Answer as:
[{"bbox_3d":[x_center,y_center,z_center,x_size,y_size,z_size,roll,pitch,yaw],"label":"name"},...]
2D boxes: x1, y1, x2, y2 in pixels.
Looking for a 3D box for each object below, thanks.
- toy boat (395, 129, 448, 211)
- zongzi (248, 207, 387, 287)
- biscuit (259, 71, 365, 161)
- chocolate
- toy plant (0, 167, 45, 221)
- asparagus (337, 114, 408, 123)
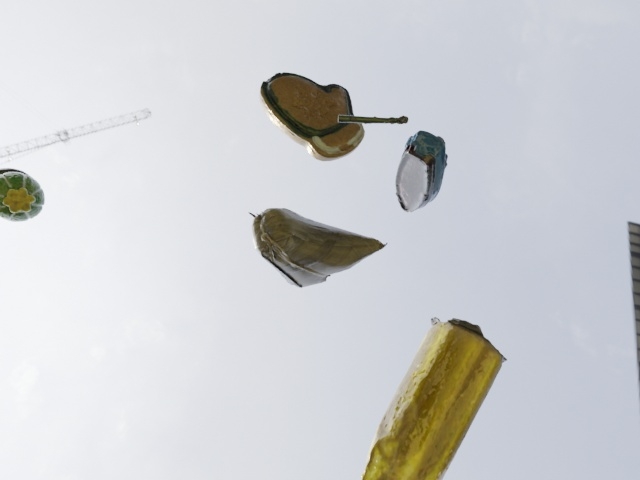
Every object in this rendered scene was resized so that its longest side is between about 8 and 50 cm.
[{"bbox_3d":[0.213,-0.143,0.851,0.100,0.223,0.097,38,-109,22],"label":"toy boat"},{"bbox_3d":[0.000,0.000,0.690,0.198,0.194,0.099,-18,-120,15],"label":"zongzi"},{"bbox_3d":[-0.008,-0.388,1.205,0.287,0.057,0.344,-36,-104,-32],"label":"biscuit"},{"bbox_3d":[0.177,0.359,0.758,0.162,0.162,0.445,39,-112,0],"label":"chocolate"},{"bbox_3d":[-0.569,-0.085,0.751,0.093,0.162,0.092,-17,-65,-39],"label":"toy plant"},{"bbox_3d":[0.095,-0.218,0.734,0.127,0.018,0.015,2,-94,4],"label":"asparagus"}]
